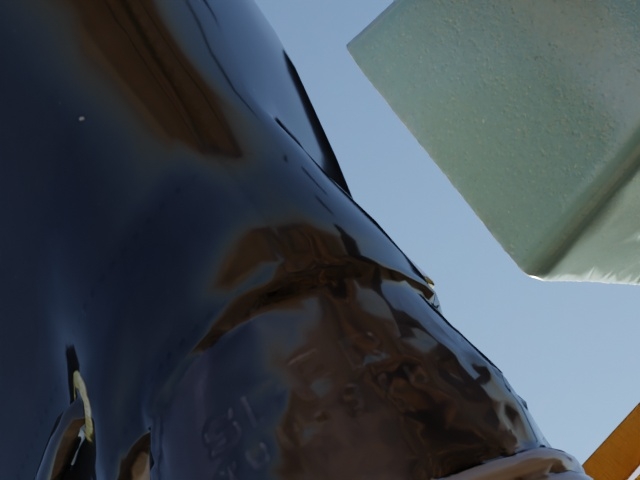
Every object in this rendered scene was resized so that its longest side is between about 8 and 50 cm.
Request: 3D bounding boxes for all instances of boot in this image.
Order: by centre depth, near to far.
[{"bbox_3d":[-0.064,0.036,0.531,0.138,0.284,0.377,-23,-15,-19],"label":"boot"}]

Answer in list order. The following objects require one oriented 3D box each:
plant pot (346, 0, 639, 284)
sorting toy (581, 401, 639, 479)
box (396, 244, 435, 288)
[{"bbox_3d":[0.227,-0.140,1.405,0.252,0.247,0.248,-48,-27,24],"label":"plant pot"},{"bbox_3d":[0.051,0.200,0.895,0.307,0.041,0.229,-46,-17,-5],"label":"sorting toy"},{"bbox_3d":[0.000,0.000,1.072,0.043,0.105,0.179,-47,-16,6],"label":"box"}]
